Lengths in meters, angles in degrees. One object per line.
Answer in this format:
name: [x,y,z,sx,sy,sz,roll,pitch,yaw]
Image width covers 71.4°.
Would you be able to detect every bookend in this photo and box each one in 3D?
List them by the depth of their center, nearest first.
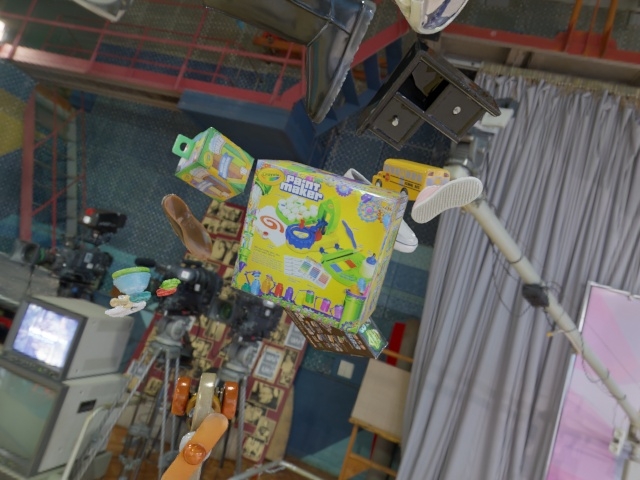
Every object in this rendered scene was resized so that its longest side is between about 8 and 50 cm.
bookend: [0.164,-0.198,0.703,0.156,0.072,0.157,32,-54,-15]

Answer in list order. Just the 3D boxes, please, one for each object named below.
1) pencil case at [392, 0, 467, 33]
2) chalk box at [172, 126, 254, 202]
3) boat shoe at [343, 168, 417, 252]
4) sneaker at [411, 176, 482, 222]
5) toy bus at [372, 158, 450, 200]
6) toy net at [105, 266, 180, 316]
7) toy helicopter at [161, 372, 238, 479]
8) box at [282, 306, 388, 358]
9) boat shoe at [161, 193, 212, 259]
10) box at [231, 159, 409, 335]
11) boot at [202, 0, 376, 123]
pencil case: [0.095,-0.532,0.764,0.410,0.183,0.160,52,-3,20]
chalk box: [-0.325,-0.230,1.300,0.132,0.132,0.213,-15,-37,42]
boat shoe: [0.156,-0.081,1.154,0.267,0.088,0.096,45,39,15]
sneaker: [0.226,-0.086,0.806,0.134,0.070,0.051,-30,-70,32]
toy bus: [0.311,-0.214,1.592,0.108,0.130,0.332,-2,17,-23]
toy net: [-0.377,0.109,0.924,0.122,0.045,0.232,-7,-17,-36]
toy helicopter: [-0.259,0.460,0.926,0.140,0.355,0.235,10,-15,-13]
box: [0.004,0.193,1.252,0.293,0.073,0.296,-13,-64,53]
boat shoe: [-0.375,-0.039,1.254,0.073,0.073,0.207,9,-51,57]
box: [0.000,0.000,0.949,0.289,0.279,0.177,19,15,16]
boot: [-0.122,-0.586,1.246,0.445,0.367,0.146,22,19,-12]
